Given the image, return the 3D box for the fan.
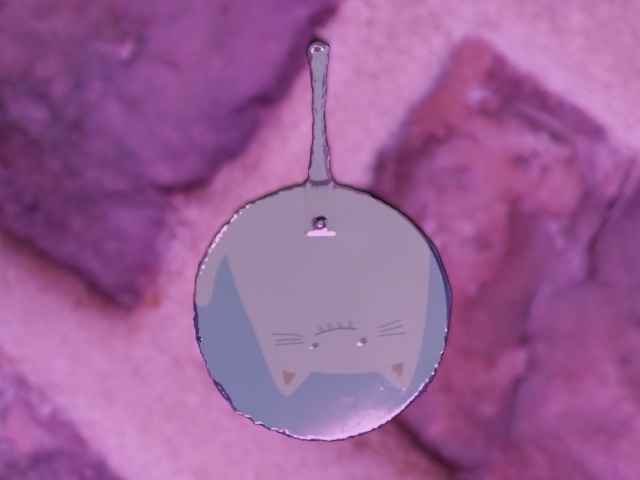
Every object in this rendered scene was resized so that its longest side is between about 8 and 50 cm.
[{"bbox_3d":[0.000,0.000,0.823,0.113,0.005,0.175,-1,89,4],"label":"fan"}]
